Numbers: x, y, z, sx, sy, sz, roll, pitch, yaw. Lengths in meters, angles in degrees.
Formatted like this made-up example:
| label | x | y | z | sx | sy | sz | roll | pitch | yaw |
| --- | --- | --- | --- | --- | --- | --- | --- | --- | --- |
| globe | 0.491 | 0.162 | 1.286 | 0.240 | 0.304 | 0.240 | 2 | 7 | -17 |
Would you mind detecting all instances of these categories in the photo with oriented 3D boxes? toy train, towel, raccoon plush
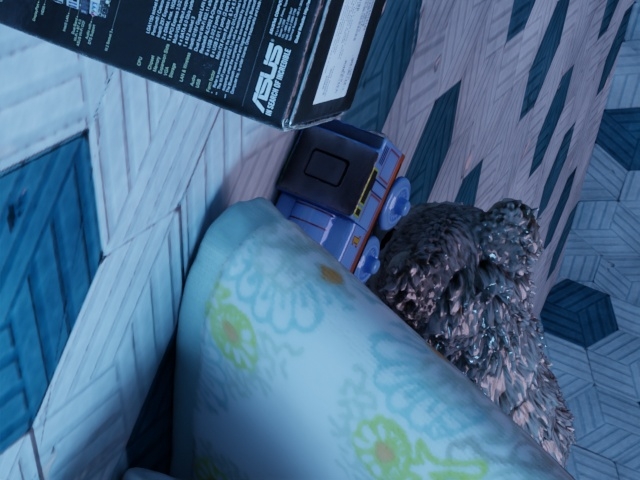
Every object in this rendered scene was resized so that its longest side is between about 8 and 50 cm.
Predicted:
| label | x | y | z | sx | sy | sz | roll | pitch | yaw |
| --- | --- | --- | --- | --- | --- | --- | --- | --- | --- |
| toy train | 0.000 | 0.000 | 1.129 | 0.184 | 0.080 | 0.105 | -65 | 158 | -3 |
| towel | 0.032 | 0.192 | 1.021 | 0.090 | 0.320 | 0.374 | -32 | 148 | -32 |
| raccoon plush | 0.196 | 0.148 | 1.444 | 0.216 | 0.446 | 0.299 | -47 | 172 | -25 |

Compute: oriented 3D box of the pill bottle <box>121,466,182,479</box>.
| label | x | y | z | sx | sy | sz | roll | pitch | yaw |
| --- | --- | --- | --- | --- | --- | --- | --- | --- | --- |
| pill bottle | -0.116 | 0.210 | 1.009 | 0.065 | 0.065 | 0.116 | 22 | 89 | -77 |

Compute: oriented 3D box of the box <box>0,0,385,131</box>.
| label | x | y | z | sx | sy | sz | roll | pitch | yaw |
| --- | --- | --- | --- | --- | --- | --- | --- | --- | --- |
| box | -0.039 | -0.148 | 0.557 | 0.077 | 0.147 | 0.180 | -29 | 138 | -71 |
